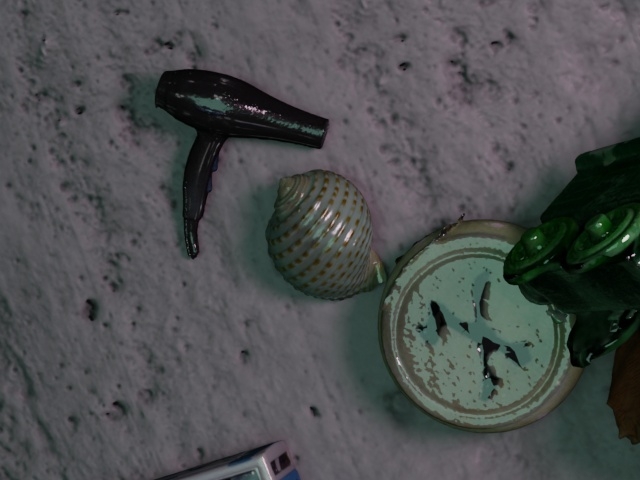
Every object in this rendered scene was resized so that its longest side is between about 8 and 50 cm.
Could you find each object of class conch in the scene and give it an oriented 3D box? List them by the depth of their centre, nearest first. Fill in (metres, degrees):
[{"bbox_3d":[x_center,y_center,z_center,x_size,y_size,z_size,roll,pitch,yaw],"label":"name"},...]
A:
[{"bbox_3d":[-0.004,0.000,1.559,0.135,0.102,0.153,-27,88,32],"label":"conch"}]

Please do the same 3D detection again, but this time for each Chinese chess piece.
[{"bbox_3d":[0.170,0.090,1.519,0.237,0.092,0.238,2,96,17],"label":"Chinese chess piece"}]

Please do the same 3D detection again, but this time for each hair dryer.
[{"bbox_3d":[-0.106,-0.075,1.607,0.195,0.075,0.219,17,111,4],"label":"hair dryer"}]

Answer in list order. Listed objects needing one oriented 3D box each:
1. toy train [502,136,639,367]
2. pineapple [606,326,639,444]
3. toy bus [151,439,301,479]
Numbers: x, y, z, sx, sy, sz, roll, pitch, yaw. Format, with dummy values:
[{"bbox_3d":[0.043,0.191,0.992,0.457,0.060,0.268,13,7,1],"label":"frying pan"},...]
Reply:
[{"bbox_3d":[0.294,0.007,1.333,0.145,0.266,0.202,48,68,-12],"label":"toy train"},{"bbox_3d":[0.472,0.180,1.397,0.357,0.223,0.223,31,104,-8],"label":"pineapple"},{"bbox_3d":[-0.159,0.332,1.633,0.297,0.106,0.131,-19,88,15],"label":"toy bus"}]
